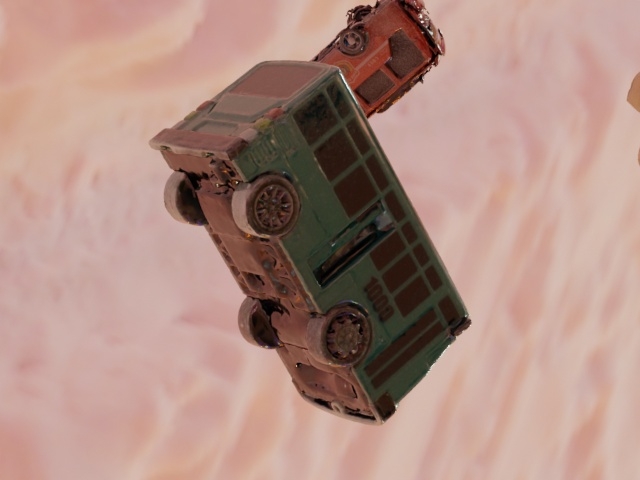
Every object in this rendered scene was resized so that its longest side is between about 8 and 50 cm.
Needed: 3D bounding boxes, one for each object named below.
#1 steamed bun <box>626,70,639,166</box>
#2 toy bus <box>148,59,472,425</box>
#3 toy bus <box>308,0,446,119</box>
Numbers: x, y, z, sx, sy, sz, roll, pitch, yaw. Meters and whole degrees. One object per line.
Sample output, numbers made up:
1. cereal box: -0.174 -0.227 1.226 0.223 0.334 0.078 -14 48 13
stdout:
1. steamed bun: 0.429 -0.235 1.607 0.247 0.189 0.428 10 134 -40
2. toy bus: 0.000 0.000 1.499 0.147 0.128 0.256 -40 116 -22
3. toy bus: 0.020 -0.154 1.982 0.235 0.096 0.073 -38 -163 22
